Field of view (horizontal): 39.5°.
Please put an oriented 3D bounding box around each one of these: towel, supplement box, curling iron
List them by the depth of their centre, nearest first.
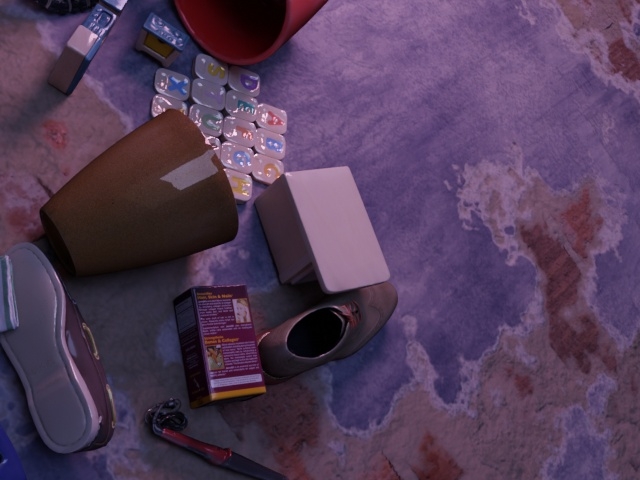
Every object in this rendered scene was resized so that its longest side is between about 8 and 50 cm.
[{"bbox_3d":[-0.515,0.084,1.272,0.152,0.023,0.113,-8,73,-13],"label":"towel"},{"bbox_3d":[-0.160,0.334,1.440,0.274,0.035,0.068,34,56,-19],"label":"curling iron"},{"bbox_3d":[-0.168,0.173,1.472,0.104,0.081,0.188,-2,72,-35],"label":"supplement box"}]

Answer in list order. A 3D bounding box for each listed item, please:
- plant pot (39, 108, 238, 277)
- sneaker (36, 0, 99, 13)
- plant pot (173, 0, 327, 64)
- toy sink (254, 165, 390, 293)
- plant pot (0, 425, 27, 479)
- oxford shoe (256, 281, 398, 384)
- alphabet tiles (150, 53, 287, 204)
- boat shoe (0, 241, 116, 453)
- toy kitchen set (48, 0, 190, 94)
[{"bbox_3d":[-0.297,-0.049,1.405,0.254,0.237,0.237,-30,89,-25],"label":"plant pot"},{"bbox_3d":[-0.416,-0.491,1.584,0.283,0.110,0.122,-28,70,-41],"label":"sneaker"},{"bbox_3d":[-0.107,-0.501,1.697,0.275,0.275,0.243,54,42,-4],"label":"plant pot"},{"bbox_3d":[0.000,0.000,1.630,0.153,0.131,0.234,-10,72,-37],"label":"toy sink"},{"bbox_3d":[-0.485,0.337,1.095,0.212,0.236,0.236,49,51,-14],"label":"plant pot"},{"bbox_3d":[0.036,0.153,1.589,0.348,0.130,0.123,-29,89,-39],"label":"oxford shoe"},{"bbox_3d":[-0.184,-0.210,1.660,0.278,0.021,0.284,17,62,-28],"label":"alphabet tiles"},{"bbox_3d":[-0.389,0.157,1.317,0.324,0.116,0.097,64,9,18],"label":"boat shoe"},{"bbox_3d":[-0.334,-0.327,1.534,0.166,0.122,0.207,31,56,-16],"label":"toy kitchen set"}]
